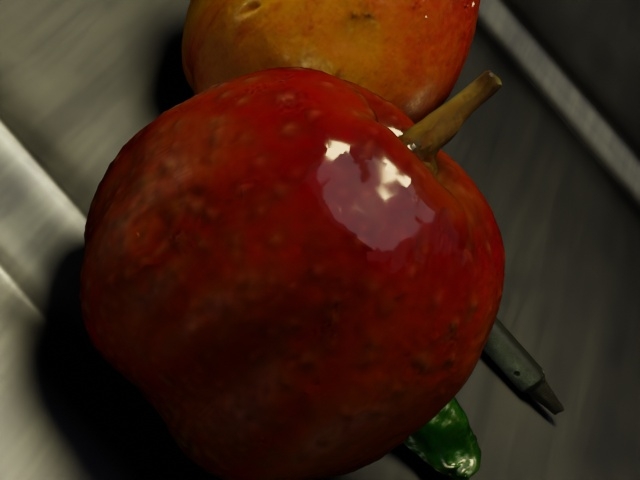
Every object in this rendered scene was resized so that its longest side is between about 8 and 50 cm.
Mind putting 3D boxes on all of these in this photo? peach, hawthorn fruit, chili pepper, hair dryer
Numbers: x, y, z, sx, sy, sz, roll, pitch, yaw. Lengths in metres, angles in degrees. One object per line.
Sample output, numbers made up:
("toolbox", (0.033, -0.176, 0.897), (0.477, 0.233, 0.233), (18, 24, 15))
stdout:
("peach", (0.012, -0.187, 1.294), (0.281, 0.281, 0.238), (-6, 61, -53))
("hawthorn fruit", (0.000, 0.000, 1.029), (0.287, 0.330, 0.287), (41, 20, -19))
("chili pepper", (0.054, 0.115, 1.225), (0.216, 0.062, 0.108), (48, 38, -3))
("hair dryer", (0.162, 0.077, 1.418), (0.195, 0.050, 0.173), (42, 33, -20))
